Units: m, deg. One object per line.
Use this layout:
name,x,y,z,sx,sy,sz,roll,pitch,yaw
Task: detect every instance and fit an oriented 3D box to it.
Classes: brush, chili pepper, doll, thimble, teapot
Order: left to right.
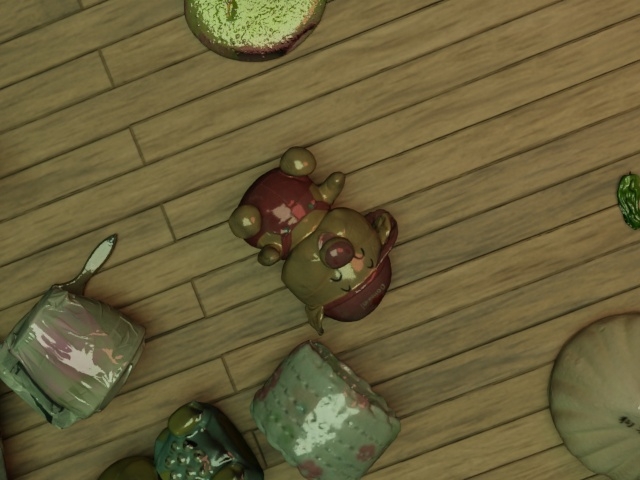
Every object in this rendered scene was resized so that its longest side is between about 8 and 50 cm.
teapot,-0.374,0.161,1.856,0.178,0.221,0.163,37,61,-10
brush,-0.369,0.068,1.906,0.070,0.021,0.196,37,96,-3
doll,-0.225,0.373,1.859,0.260,0.161,0.177,-39,73,4
doll,-0.001,0.001,1.816,0.256,0.152,0.196,44,109,-6
thimble,0.001,0.252,1.830,0.149,0.185,0.211,-49,57,5
chili pepper,0.459,-0.057,1.843,0.034,0.030,0.091,-13,97,-16

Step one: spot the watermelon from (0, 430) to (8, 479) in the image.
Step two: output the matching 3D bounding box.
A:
watermelon,-0.566,0.241,1.849,0.228,0.387,0.258,4,53,25

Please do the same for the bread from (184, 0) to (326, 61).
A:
bread,-0.102,-0.375,1.842,0.228,0.033,0.228,0,97,3

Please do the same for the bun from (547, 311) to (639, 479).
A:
bun,0.465,0.238,1.801,0.263,0.175,0.263,0,95,5
